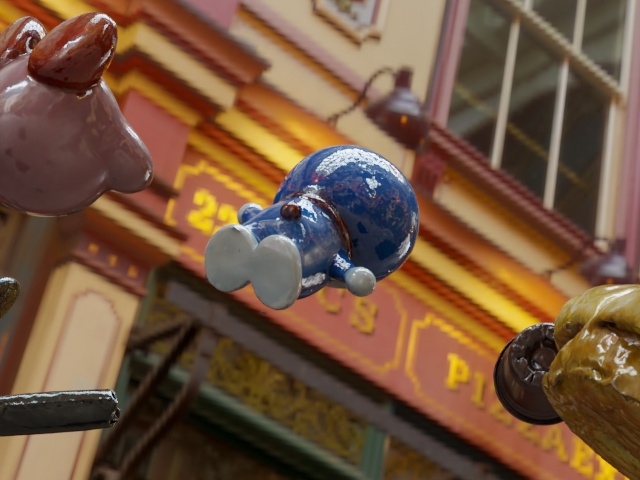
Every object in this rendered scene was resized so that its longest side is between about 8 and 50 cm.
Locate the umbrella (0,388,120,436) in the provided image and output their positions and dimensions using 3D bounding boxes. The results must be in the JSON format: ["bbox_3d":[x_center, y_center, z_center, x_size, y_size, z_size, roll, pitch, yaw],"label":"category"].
[{"bbox_3d":[-0.214,0.127,1.111,0.133,0.031,0.036,-4,-64,-13],"label":"umbrella"}]

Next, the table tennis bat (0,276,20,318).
[{"bbox_3d":[-0.494,0.111,2.159,0.019,0.155,0.100,43,-14,18],"label":"table tennis bat"}]

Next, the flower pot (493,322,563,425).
[{"bbox_3d":[0.234,0.131,1.583,0.111,0.111,0.089,4,-21,12],"label":"flower pot"}]

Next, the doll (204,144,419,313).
[{"bbox_3d":[0.000,0.000,1.617,0.215,0.257,0.161,29,-52,30],"label":"doll"}]

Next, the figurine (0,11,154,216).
[{"bbox_3d":[-0.379,-0.153,2.025,0.269,0.211,0.261,10,-55,50],"label":"figurine"}]

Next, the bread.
[{"bbox_3d":[0.267,0.115,1.102,0.198,0.120,0.236,40,-13,-9],"label":"bread"}]
